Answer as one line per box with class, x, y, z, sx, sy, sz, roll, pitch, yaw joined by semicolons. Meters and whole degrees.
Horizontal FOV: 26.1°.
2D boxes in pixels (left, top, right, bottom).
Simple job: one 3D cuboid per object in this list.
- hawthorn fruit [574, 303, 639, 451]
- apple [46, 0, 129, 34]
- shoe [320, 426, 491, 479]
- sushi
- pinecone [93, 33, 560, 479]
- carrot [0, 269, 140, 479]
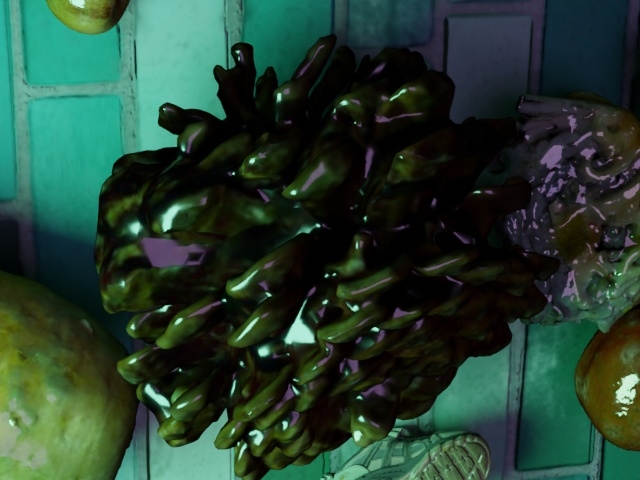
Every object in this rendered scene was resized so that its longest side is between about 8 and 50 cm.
hawthorn fruit;0.347;0.117;1.408;0.157;0.157;0.194;4;112;-15
apple;-0.203;-0.224;1.201;0.071;0.084;0.084;20;104;8
shoe;0.086;0.244;1.429;0.180;0.092;0.089;-25;117;-8
sushi;0.236;-0.037;1.340;0.184;0.139;0.274;-23;109;-8
pinecone;0.000;0.000;1.174;0.398;0.398;0.397;-4;109;-12
carrot;-0.335;0.121;1.211;0.341;0.224;0.224;25;101;-17
